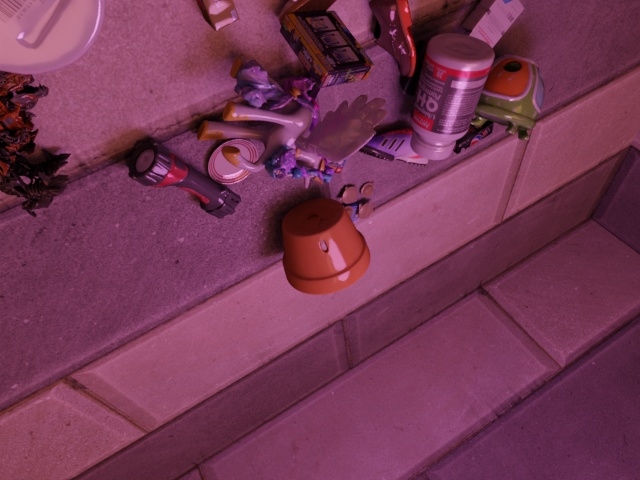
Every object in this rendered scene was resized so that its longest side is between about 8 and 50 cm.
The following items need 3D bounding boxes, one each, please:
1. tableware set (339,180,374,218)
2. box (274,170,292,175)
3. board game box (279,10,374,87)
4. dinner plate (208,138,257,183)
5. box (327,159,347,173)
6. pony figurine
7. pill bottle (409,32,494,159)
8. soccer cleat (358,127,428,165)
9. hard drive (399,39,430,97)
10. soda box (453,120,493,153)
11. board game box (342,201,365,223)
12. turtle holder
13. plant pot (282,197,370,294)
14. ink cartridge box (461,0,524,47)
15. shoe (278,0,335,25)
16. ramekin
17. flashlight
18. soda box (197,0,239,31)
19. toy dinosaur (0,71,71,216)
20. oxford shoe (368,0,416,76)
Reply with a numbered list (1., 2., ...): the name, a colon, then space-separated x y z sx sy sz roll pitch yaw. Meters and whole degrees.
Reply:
1. tableware set: 0.129 -0.133 1.605 0.169 0.020 0.141 -12 126 -33
2. box: -0.096 -0.231 1.306 0.081 0.028 0.136 -12 136 -34
3. board game box: 0.015 -0.419 0.998 0.141 0.170 0.048 -23 165 -33
4. dinner plate: -0.233 -0.210 1.215 0.141 0.017 0.141 -24 144 -19
5. box: 0.025 -0.255 1.388 0.137 0.027 0.093 2 128 -43
6. pony figurine: -0.060 -0.285 1.100 0.364 0.302 0.351 14 131 -34
7. pill bottle: 0.352 -0.393 1.293 0.176 0.176 0.318 -21 142 -24
8. soccer cleat: 0.242 -0.313 1.470 0.318 0.109 0.116 -1 111 -39
9. hard drive: 0.355 -0.507 1.371 0.255 0.054 0.172 -7 135 -37
10. soda box: 0.550 -0.388 1.681 0.169 0.060 0.053 -31 146 -10
11. board game box: 0.109 -0.095 1.656 0.090 0.020 0.090 -12 138 -32
12. turtle holder: 0.631 -0.467 1.510 0.321 0.243 0.227 6 110 -35
13. plant pot: 0.000 0.000 1.470 0.291 0.291 0.203 -28 127 -14
14. ink cartridge box: 0.483 -0.628 1.323 0.104 0.060 0.180 25 112 -39
15. shoe: -0.005 -0.545 1.006 0.219 0.058 0.076 -35 167 2
16. ramekin: -0.468 -0.391 0.686 0.277 0.135 0.277 -24 143 -20
17. flashlight: -0.334 -0.137 1.144 0.103 0.103 0.304 -60 150 -4
18. soda box: -0.217 -0.496 0.857 0.058 0.061 0.181 -32 146 -9
19. toy dinosaur: -0.605 -0.163 0.860 0.322 0.164 0.218 -32 135 25
20. oxford shoe: 0.189 -0.527 1.189 0.099 0.096 0.271 -13 151 13
